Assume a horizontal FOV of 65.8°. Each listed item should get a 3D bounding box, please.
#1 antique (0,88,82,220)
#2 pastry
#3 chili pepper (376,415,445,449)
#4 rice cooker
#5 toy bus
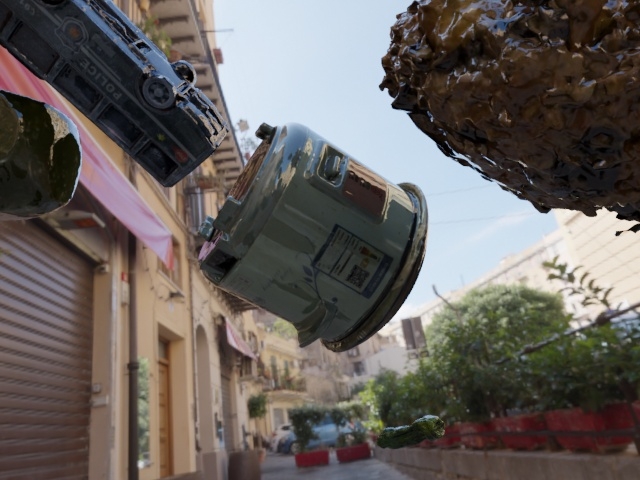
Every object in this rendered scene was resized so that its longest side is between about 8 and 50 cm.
[{"bbox_3d":[-0.275,-0.060,0.323,0.221,0.080,0.081,7,-6,2],"label":"antique"},{"bbox_3d":[0.183,-0.127,0.365,0.275,0.275,0.192,24,-80,-54],"label":"pastry"},{"bbox_3d":[0.112,0.235,0.603,0.091,0.030,0.034,-26,-18,27],"label":"chili pepper"},{"bbox_3d":[0.000,0.000,0.681,0.317,0.316,0.264,8,-37,-35],"label":"rice cooker"},{"bbox_3d":[-0.132,-0.108,0.298,0.065,0.047,0.166,-36,-68,24],"label":"toy bus"}]
